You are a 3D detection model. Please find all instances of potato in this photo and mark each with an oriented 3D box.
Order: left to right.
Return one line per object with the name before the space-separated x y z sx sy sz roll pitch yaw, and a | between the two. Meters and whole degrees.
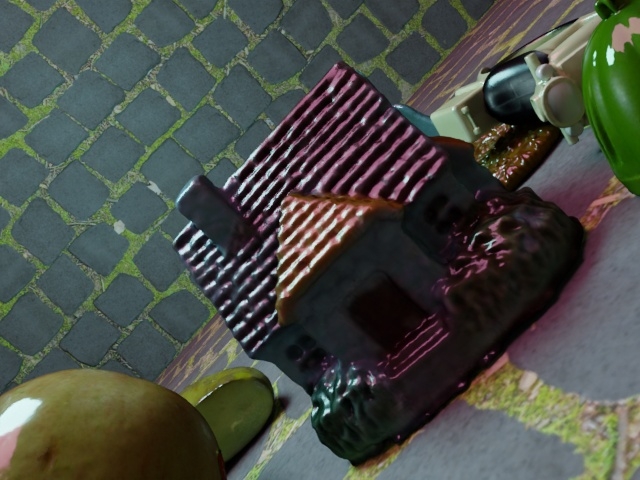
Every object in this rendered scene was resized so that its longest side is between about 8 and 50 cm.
potato | -0.198 0.311 0.934 0.298 0.141 0.176 -45 18 21

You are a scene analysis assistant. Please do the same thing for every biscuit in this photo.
biscuit | 0.273 -0.128 0.917 0.305 0.038 0.305 -46 9 9

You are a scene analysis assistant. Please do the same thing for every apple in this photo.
apple | -0.269 0.326 0.625 0.338 0.338 0.305 -45 29 16

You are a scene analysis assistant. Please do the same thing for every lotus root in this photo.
lotus root | 0.300 -0.155 0.485 0.186 0.186 0.186 -46 9 9

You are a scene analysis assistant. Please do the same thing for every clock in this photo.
clock | 0.333 -0.227 0.730 0.276 0.120 0.379 -37 11 -12

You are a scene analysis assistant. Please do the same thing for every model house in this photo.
model house | 0.030 -0.016 0.638 0.360 0.339 0.297 -45 7 12

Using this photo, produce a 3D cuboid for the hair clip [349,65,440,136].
hair clip | 0.083 -0.216 1.346 0.238 0.318 0.392 -53 9 -9
